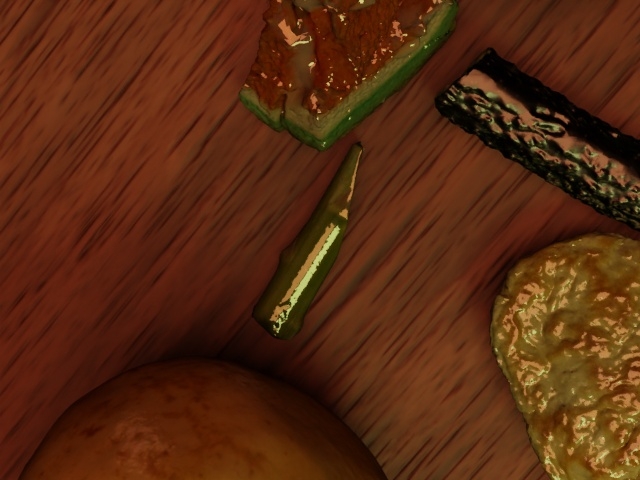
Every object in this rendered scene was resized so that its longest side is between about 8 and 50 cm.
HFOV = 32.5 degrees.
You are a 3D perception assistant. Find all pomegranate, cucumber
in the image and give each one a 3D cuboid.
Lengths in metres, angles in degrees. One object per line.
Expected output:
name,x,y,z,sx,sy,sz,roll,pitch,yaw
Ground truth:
pomegranate,-0.077,0.261,0.829,0.342,0.342,0.342,1,98,4
cucumber,0.233,-0.059,0.892,0.300,0.072,0.072,31,98,-1

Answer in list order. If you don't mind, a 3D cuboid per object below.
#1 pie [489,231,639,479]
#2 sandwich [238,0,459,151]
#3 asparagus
pie,0.257,0.109,0.890,0.201,0.090,0.248,-24,80,7
sandwich,0.013,-0.166,0.852,0.109,0.160,0.185,40,91,17
asparagus,0.000,0.000,0.932,0.045,0.041,0.178,38,101,44
